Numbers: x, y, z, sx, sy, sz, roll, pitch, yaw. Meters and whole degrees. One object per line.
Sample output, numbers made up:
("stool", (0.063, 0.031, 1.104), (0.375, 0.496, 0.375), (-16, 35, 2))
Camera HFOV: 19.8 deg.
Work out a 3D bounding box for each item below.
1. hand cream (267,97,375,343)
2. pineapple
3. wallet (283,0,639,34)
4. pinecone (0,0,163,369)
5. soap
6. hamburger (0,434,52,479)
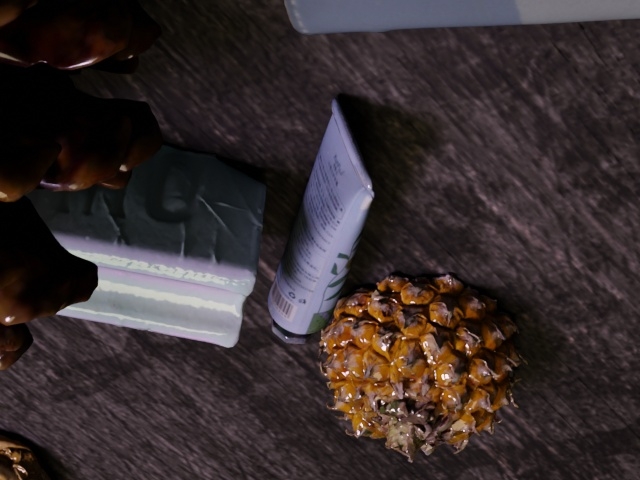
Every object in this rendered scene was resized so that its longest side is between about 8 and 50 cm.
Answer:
("hand cream", (0.000, 0.000, 1.429), (0.055, 0.088, 0.256), (-7, 147, -16))
("pineapple", (0.078, 0.126, 1.508), (0.176, 0.137, 0.161), (10, 140, 3))
("wallet", (0.128, -0.238, 1.086), (0.360, 0.083, 0.252), (-2, 125, 17))
("pinecone", (-0.284, -0.082, 1.166), (0.397, 0.398, 0.398), (7, 140, 6))
("soap", (-0.164, -0.014, 1.404), (0.230, 0.145, 0.091), (11, 131, -7))
("hamburger", (-0.337, 0.247, 1.795), (0.147, 0.083, 0.138), (-3, 134, 12))
